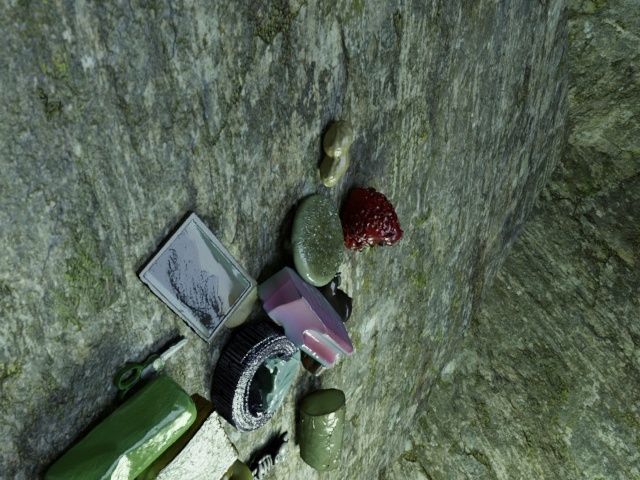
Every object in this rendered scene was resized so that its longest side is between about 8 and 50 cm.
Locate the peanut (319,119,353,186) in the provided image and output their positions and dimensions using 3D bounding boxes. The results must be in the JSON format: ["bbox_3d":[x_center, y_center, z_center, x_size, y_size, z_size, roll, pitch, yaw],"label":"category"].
[{"bbox_3d":[0.041,-0.236,1.835,0.082,0.082,0.187,-24,131,-50],"label":"peanut"}]

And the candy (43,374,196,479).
[{"bbox_3d":[-0.429,0.449,1.482,0.343,0.132,0.142,-40,159,-26],"label":"candy"}]

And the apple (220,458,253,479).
[{"bbox_3d":[-0.276,0.696,1.871,0.200,0.200,0.200,-37,139,-41],"label":"apple"}]

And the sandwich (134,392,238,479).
[{"bbox_3d":[-0.334,0.549,1.681,0.249,0.095,0.273,-47,148,-26],"label":"sandwich"}]

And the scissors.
[{"bbox_3d":[-0.387,0.287,1.559,0.204,0.027,0.101,-38,145,-38],"label":"scissors"}]

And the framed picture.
[{"bbox_3d":[-0.274,0.089,1.533,0.192,0.018,0.265,-53,130,-20],"label":"framed picture"}]

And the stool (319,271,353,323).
[{"bbox_3d":[0.035,0.179,2.082,0.121,0.125,0.217,-32,119,-70],"label":"stool"}]

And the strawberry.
[{"bbox_3d":[0.145,-0.064,2.038,0.184,0.186,0.202,-21,102,-23],"label":"strawberry"}]

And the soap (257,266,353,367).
[{"bbox_3d":[-0.042,0.206,1.873,0.109,0.193,0.324,-33,141,10],"label":"soap"}]

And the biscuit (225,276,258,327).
[{"bbox_3d":[-0.212,0.161,1.758,0.152,0.020,0.152,-36,138,-41],"label":"biscuit"}]

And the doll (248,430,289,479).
[{"bbox_3d":[-0.163,0.701,2.171,0.219,0.067,0.091,-34,133,-46],"label":"doll"}]

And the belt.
[{"bbox_3d":[-0.176,0.381,1.873,0.260,0.122,0.325,-16,124,-48],"label":"belt"}]

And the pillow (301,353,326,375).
[{"bbox_3d":[0.000,0.356,2.079,0.126,0.043,0.232,-49,-172,-9],"label":"pillow"}]

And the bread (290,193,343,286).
[{"bbox_3d":[0.000,0.000,1.884,0.267,0.040,0.267,1,89,-60],"label":"bread"}]

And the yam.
[{"bbox_3d":[0.007,0.638,2.301,0.168,0.168,0.305,-35,137,-42],"label":"yam"}]

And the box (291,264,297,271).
[{"bbox_3d":[-0.020,0.065,1.985,0.177,0.035,0.115,-52,147,-24],"label":"box"}]
